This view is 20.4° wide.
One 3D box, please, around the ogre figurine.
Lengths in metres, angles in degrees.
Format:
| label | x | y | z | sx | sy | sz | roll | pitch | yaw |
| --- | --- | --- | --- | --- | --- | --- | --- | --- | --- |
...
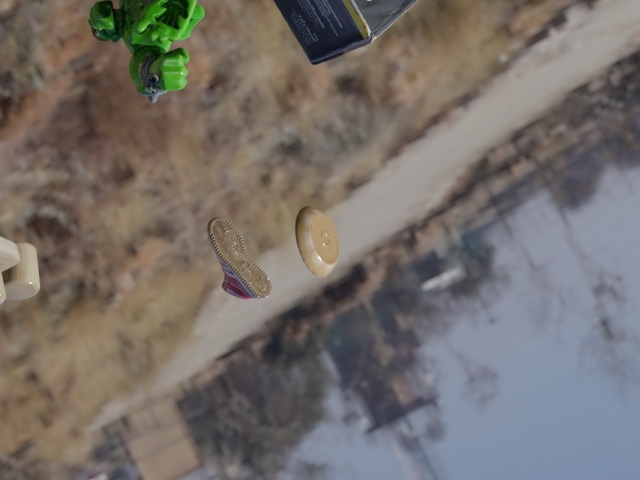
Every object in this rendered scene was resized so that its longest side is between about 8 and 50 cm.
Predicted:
| label | x | y | z | sx | sy | sz | roll | pitch | yaw |
| --- | --- | --- | --- | --- | --- | --- | --- | --- | --- |
| ogre figurine | -0.145 | -0.202 | 1.530 | 0.097 | 0.197 | 0.118 | -22 | 164 | -21 |

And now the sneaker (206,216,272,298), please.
| label | x | y | z | sx | sy | sz | roll | pitch | yaw |
| --- | --- | --- | --- | --- | --- | --- | --- | --- | --- |
| sneaker | -0.112 | 0.026 | 2.230 | 0.042 | 0.118 | 0.067 | -37 | -172 | -24 |

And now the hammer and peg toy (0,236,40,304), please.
| label | x | y | z | sx | sy | sz | roll | pitch | yaw |
| --- | --- | --- | --- | --- | --- | --- | --- | --- | --- |
| hammer and peg toy | -0.495 | 0.051 | 2.080 | 0.266 | 0.127 | 0.361 | -25 | 154 | 18 |

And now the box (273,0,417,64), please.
| label | x | y | z | sx | sy | sz | roll | pitch | yaw |
| --- | --- | --- | --- | --- | --- | --- | --- | --- | --- |
| box | 0.003 | -0.343 | 1.439 | 0.079 | 0.322 | 0.257 | -17 | -160 | 43 |

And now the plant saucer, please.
| label | x | y | z | sx | sy | sz | roll | pitch | yaw |
| --- | --- | --- | --- | --- | --- | --- | --- | --- | --- |
| plant saucer | 0.000 | 0.000 | 2.000 | 0.015 | 0.083 | 0.083 | -16 | -175 | 29 |
